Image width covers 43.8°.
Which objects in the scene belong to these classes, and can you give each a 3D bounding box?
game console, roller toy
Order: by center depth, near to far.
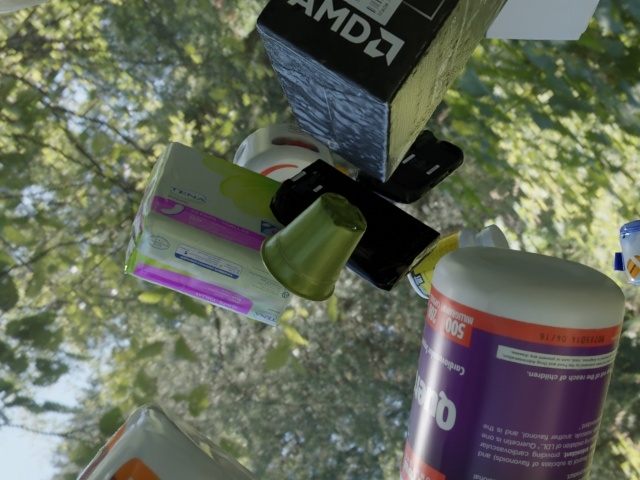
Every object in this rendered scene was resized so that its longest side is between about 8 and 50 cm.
[{"bbox_3d":[0.107,-0.072,1.169,0.213,0.044,0.361,34,-137,18],"label":"game console"},{"bbox_3d":[-0.065,-0.114,1.480,0.191,0.209,0.146,57,-168,-31],"label":"roller toy"}]

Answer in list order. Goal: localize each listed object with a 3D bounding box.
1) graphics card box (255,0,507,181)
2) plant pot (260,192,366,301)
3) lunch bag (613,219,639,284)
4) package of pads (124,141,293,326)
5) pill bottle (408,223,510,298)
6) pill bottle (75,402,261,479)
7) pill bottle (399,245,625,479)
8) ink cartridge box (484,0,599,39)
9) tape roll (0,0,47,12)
[{"bbox_3d":[0.109,-0.228,0.525,0.094,0.370,0.233,33,178,6],"label":"graphics card box"},{"bbox_3d":[0.000,0.000,0.736,0.083,0.079,0.083,27,-147,-19],"label":"plant pot"},{"bbox_3d":[0.567,0.011,1.163,0.303,0.243,0.114,9,-104,-57],"label":"lunch bag"},{"bbox_3d":[-0.150,-0.020,1.151,0.229,0.101,0.296,21,-155,-12],"label":"package of pads"},{"bbox_3d":[0.263,0.036,1.523,0.103,0.184,0.103,35,-138,-39],"label":"pill bottle"},{"bbox_3d":[-0.172,0.339,0.585,0.224,0.392,0.224,38,168,10],"label":"pill bottle"},{"bbox_3d":[0.179,0.177,0.788,0.182,0.322,0.181,8,-169,-1],"label":"pill bottle"},{"bbox_3d":[0.201,-0.459,1.189,0.166,0.395,0.285,100,168,-59],"label":"ink cartridge box"},{"bbox_3d":[-0.263,-0.211,0.465,0.286,0.286,0.100,-99,8,-56],"label":"tape roll"}]
